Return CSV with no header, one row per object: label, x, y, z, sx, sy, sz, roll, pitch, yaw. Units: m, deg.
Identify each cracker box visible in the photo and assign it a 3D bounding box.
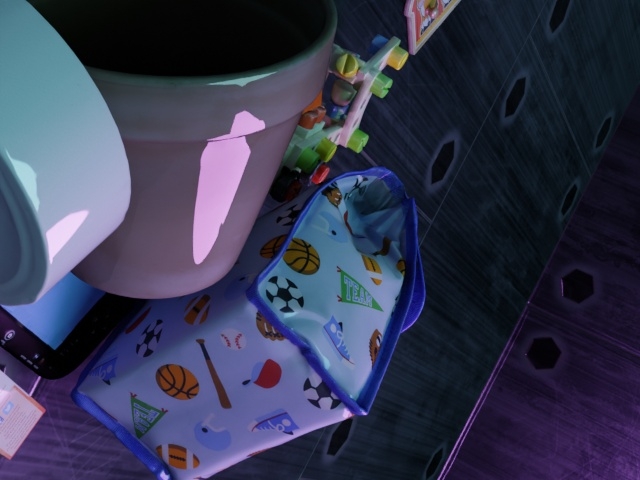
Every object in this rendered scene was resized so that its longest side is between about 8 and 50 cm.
cracker box,-0.377,0.111,1.138,0.067,0.155,0.232,-56,156,-17

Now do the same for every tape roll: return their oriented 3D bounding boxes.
tape roll,-0.290,-0.086,0.964,0.100,0.286,0.286,-46,150,-34

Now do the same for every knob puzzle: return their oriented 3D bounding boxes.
knob puzzle,0.196,-0.418,1.936,0.213,0.030,0.213,-45,150,-36

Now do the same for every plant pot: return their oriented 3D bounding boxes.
plant pot,-0.159,-0.110,1.161,0.323,0.323,0.280,-38,146,-45

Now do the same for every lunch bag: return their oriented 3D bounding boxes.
lunch bag,-0.061,0.086,1.480,0.239,0.328,0.385,51,33,-18

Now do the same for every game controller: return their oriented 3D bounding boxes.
game controller,-0.305,0.046,1.332,0.166,0.067,0.319,-57,155,-15

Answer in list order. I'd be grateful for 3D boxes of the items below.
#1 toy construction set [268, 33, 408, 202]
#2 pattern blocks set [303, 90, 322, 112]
toy construction set,-0.018,-0.175,1.590,0.327,0.151,0.215,-12,136,-56
pattern blocks set,-0.089,-0.245,1.386,0.285,0.026,0.325,56,52,-32
